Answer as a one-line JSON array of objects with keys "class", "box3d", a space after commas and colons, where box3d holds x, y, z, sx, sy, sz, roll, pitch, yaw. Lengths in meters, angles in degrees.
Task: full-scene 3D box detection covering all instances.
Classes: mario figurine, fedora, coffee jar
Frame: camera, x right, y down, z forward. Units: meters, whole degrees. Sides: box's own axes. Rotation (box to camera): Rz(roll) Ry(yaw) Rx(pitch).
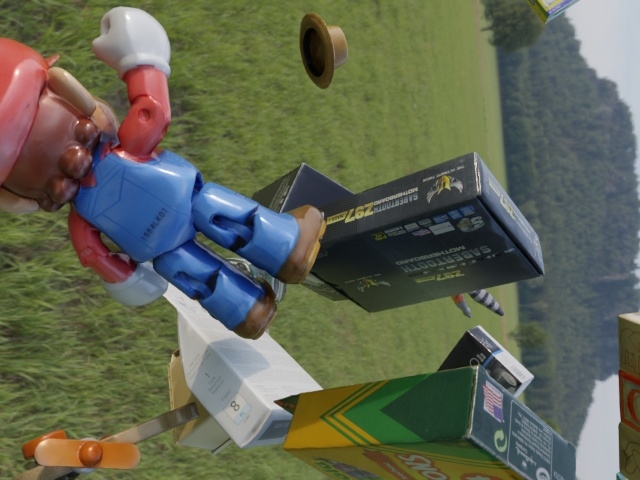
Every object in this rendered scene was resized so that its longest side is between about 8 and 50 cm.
[{"class": "mario figurine", "box3d": [-0.156, -0.059, 0.498, 0.198, 0.321, 0.170, -60, -167, -20]}, {"class": "fedora", "box3d": [0.015, -0.469, 1.407, 0.194, 0.079, 0.194, 55, -24, 39]}, {"class": "coffee jar", "box3d": [-0.112, 0.070, 0.915, 0.184, 0.079, 0.096, -7, 101, -76]}]

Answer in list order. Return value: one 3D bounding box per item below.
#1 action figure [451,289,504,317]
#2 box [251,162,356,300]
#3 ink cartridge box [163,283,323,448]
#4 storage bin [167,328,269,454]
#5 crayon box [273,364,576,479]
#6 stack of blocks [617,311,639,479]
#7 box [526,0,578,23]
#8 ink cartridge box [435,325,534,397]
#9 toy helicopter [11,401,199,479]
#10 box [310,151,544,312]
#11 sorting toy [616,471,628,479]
[{"class": "action figure", "box3d": [0.422, 0.064, 1.607, 0.330, 0.341, 0.178, 32, 33, -31]}, {"class": "box", "box3d": [0.000, 0.000, 1.424, 0.343, 0.313, 0.178, 29, 71, -19]}, {"class": "ink cartridge box", "box3d": [-0.170, 0.219, 1.082, 0.091, 0.385, 0.308, -53, 153, 2]}, {"class": "storage bin", "box3d": [-0.241, 0.331, 1.387, 0.123, 0.262, 0.260, 26, 33, -39]}, {"class": "crayon box", "box3d": [0.103, 0.250, 0.683, 0.202, 0.319, 0.081, 40, 49, -26]}, {"class": "stack of blocks", "box3d": [0.375, 0.125, 0.412, 0.087, 0.298, 0.171, -145, -131, -79]}, {"class": "box", "box3d": [0.450, -0.545, 1.164, 0.179, 0.105, 0.043, 56, 3, 10]}, {"class": "ink cartridge box", "box3d": [0.324, 0.370, 1.314, 0.065, 0.165, 0.332, -8, 133, -45]}, {"class": "toy helicopter", "box3d": [-0.410, 0.397, 1.119, 0.140, 0.355, 0.235, 65, -23, 14]}, {"class": "box", "box3d": [0.106, 0.007, 0.648, 0.183, 0.233, 0.059, 37, 47, -44]}, {"class": "sorting toy", "box3d": [0.587, 0.433, 1.019, 0.047, 0.348, 0.195, -116, -176, -49]}]
